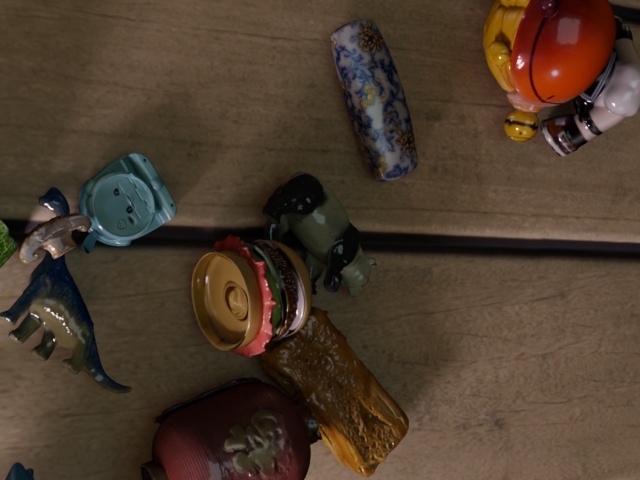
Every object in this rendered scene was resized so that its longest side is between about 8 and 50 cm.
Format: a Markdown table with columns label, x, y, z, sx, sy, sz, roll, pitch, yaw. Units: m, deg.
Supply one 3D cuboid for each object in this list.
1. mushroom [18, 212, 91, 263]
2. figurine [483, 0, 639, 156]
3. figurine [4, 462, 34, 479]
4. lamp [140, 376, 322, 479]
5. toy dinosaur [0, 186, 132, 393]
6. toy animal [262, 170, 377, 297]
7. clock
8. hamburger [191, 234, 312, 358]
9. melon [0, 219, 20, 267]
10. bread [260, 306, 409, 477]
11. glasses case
| label | x | y | z | sx | sy | sz | roll | pitch | yaw |
| --- | --- | --- | --- | --- | --- | --- | --- | --- | --- |
| mushroom | -0.336 | -0.004 | 1.198 | 0.101 | 0.019 | 0.049 | -36 | 107 | -24 |
| figurine | 0.394 | -0.310 | 1.538 | 0.323 | 0.196 | 0.320 | 29 | 84 | -36 |
| figurine | -0.398 | 0.428 | 1.111 | 0.416 | 0.243 | 0.298 | 2 | 88 | -67 |
| lamp | -0.128 | 0.287 | 1.292 | 0.258 | 0.180 | 0.180 | -18 | 100 | -26 |
| toy dinosaur | -0.314 | 0.076 | 1.245 | 0.247 | 0.075 | 0.188 | 42 | 62 | -18 |
| toy animal | 0.000 | 0.000 | 1.399 | 0.225 | 0.094 | 0.121 | 50 | 61 | -19 |
| clock | -0.274 | -0.042 | 1.266 | 0.147 | 0.045 | 0.108 | -38 | 106 | -27 |
| hamburger | -0.088 | 0.074 | 1.317 | 0.137 | 0.175 | 0.175 | -10 | 96 | -40 |
| melon | -0.521 | 0.051 | 1.101 | 0.323 | 0.196 | 0.124 | -36 | 73 | -15 |
| bread | 0.026 | 0.222 | 1.423 | 0.139 | 0.077 | 0.271 | -48 | 113 | -23 |
| glasses case | 0.084 | -0.213 | 1.446 | 0.087 | 0.065 | 0.248 | -25 | 102 | -28 |
